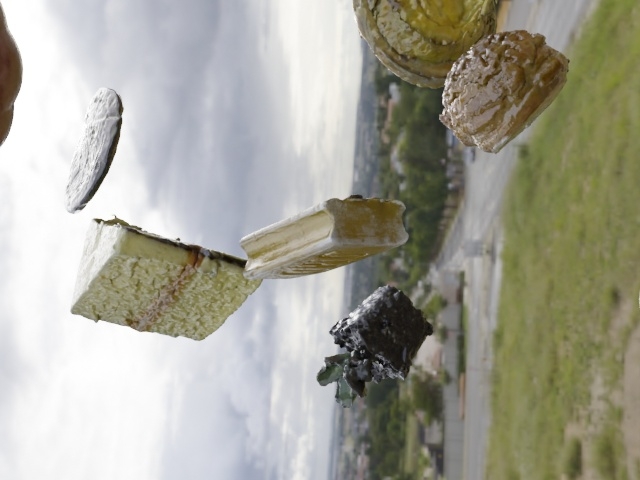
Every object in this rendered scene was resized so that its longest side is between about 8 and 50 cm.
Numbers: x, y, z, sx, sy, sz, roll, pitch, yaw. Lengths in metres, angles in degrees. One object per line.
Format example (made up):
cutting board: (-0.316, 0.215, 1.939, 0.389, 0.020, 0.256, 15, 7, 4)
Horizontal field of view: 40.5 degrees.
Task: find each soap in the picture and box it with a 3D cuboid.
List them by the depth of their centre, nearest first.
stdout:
soap: (0.000, 0.000, 1.243, 0.232, 0.140, 0.073, -22, 71, 52)

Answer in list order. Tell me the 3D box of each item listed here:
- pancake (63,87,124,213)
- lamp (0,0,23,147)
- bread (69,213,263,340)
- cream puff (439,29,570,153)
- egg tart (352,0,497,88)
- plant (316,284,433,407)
pancake: (-0.421, -0.164, 1.588, 0.250, 0.031, 0.250, -33, 49, 48)
lamp: (-0.490, -0.190, 0.953, 0.239, 0.305, 0.305, -78, -9, -69)
bread: (-0.249, 0.025, 1.450, 0.236, 0.263, 0.198, -38, 44, 48)
cream puff: (0.207, -0.178, 1.006, 0.150, 0.115, 0.165, -45, -8, 21)
egg tart: (0.188, -0.393, 1.396, 0.107, 0.290, 0.291, 163, 112, -67)
plant: (0.086, 0.180, 1.450, 0.131, 0.203, 0.142, 52, 164, -12)
